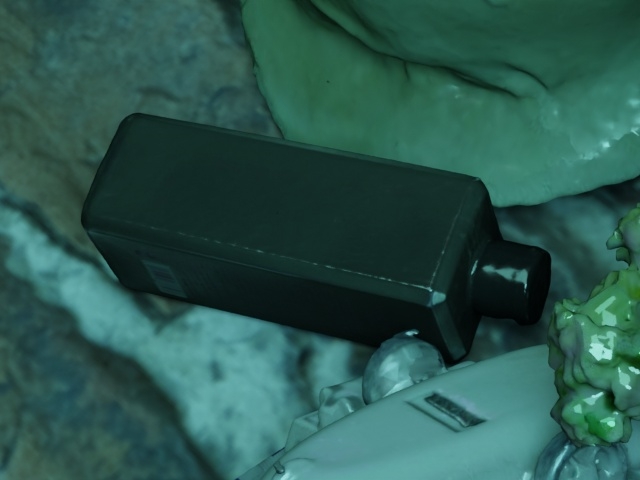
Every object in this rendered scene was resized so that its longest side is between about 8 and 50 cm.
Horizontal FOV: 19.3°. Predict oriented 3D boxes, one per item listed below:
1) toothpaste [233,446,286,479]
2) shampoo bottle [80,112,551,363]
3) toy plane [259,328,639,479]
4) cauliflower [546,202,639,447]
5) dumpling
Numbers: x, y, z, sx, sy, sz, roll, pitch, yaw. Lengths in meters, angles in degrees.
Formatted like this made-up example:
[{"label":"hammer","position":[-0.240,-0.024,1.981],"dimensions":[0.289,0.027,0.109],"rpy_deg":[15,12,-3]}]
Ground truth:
[{"label":"toothpaste","position":[0.005,0.181,0.909],"dimensions":[0.067,0.043,0.194],"rpy_deg":[-33,51,-10]},{"label":"shampoo bottle","position":[0.000,0.000,0.990],"dimensions":[0.246,0.080,0.079],"rpy_deg":[12,65,22]},{"label":"toy plane","position":[0.058,0.122,0.859],"dimensions":[0.252,0.118,0.252],"rpy_deg":[-9,23,4]},{"label":"cauliflower","position":[0.211,0.000,0.725],"dimensions":[0.239,0.315,0.256],"rpy_deg":[20,87,25]},{"label":"dumpling","position":[0.061,-0.184,1.008],"dimensions":[0.270,0.212,0.320],"rpy_deg":[-30,46,1]}]
